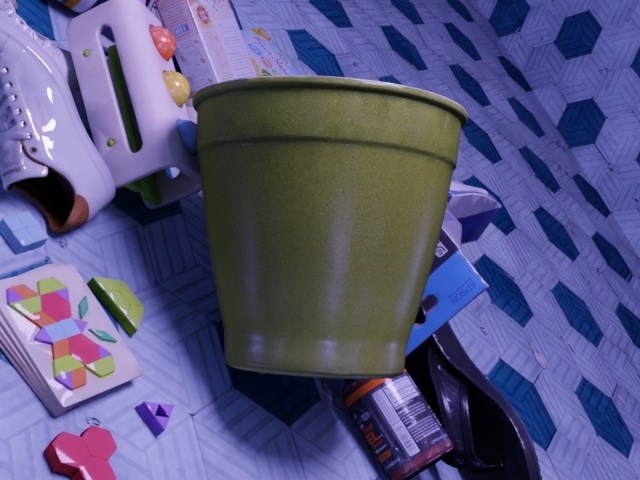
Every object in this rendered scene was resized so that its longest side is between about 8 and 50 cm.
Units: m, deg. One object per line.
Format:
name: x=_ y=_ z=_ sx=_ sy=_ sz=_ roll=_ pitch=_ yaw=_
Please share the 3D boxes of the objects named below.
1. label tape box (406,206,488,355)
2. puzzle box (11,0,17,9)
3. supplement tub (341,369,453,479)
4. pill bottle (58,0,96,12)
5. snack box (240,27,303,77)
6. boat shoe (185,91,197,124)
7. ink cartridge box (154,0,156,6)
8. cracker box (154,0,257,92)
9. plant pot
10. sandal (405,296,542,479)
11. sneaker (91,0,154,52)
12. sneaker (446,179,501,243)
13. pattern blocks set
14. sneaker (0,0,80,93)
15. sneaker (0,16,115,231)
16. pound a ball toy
label tape box: x=0.090 y=0.014 z=1.427 sx=0.333 sy=0.240 sz=0.106 roll=52 pitch=22 yaw=15
puzzle box: x=-0.576 y=-0.408 z=1.129 sx=0.409 sy=0.052 sz=0.272 roll=-38 pitch=116 yaw=-61
supplement tub: x=0.101 y=0.248 z=1.311 sx=0.106 sy=0.106 sz=0.198 roll=-4 pitch=57 yaw=-55
pill bottle: x=-0.460 y=-0.502 z=1.421 sx=0.278 sy=0.162 sz=0.162 roll=30 pitch=33 yaw=-29
snack box: x=-0.125 y=-0.331 z=1.762 sx=0.174 sy=0.070 sz=0.207 roll=49 pitch=27 yaw=3
boat shoe: x=-0.118 y=-0.133 z=1.509 sx=0.302 sy=0.109 sz=0.098 roll=32 pitch=71 yaw=-29
ink cartridge box: x=-0.248 y=-0.478 z=1.779 sx=0.198 sy=0.067 sz=0.115 roll=26 pitch=35 yaw=-35
cracker box: x=-0.190 y=-0.327 z=1.584 sx=0.232 sy=0.067 sz=0.156 roll=69 pitch=25 yaw=-7
plant pot: x=0.000 y=0.000 z=1.189 sx=0.366 sy=0.366 sz=0.353 roll=9 pitch=84 yaw=-49
sandal: x=0.185 y=0.247 z=1.414 sx=0.107 sy=0.167 sz=0.445 roll=-11 pitch=52 yaw=-29
sneaker: x=-0.325 y=-0.448 z=1.570 sx=0.112 sy=0.131 sz=0.319 roll=29 pitch=33 yaw=-27
sneaker: x=0.172 y=-0.106 z=1.637 sx=0.315 sy=0.127 sz=0.182 roll=8 pitch=41 yaw=-32
pattern blocks set: x=-0.298 y=0.109 z=1.023 sx=0.325 sy=0.026 sz=0.285 roll=46 pitch=28 yaw=-2
sneaker: x=-0.416 y=-0.293 z=1.197 sx=0.108 sy=0.169 sz=0.292 roll=32 pitch=19 yaw=28
sneaker: x=-0.366 y=-0.142 z=1.107 sx=0.290 sy=0.106 sz=0.123 roll=59 pitch=31 yaw=-18
pound a ball toy: x=-0.244 y=-0.212 z=1.322 sx=0.208 sy=0.136 sz=0.319 roll=37 pitch=34 yaw=-68
